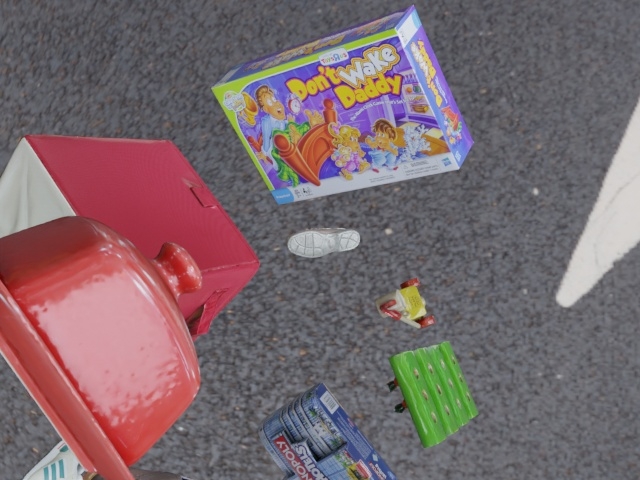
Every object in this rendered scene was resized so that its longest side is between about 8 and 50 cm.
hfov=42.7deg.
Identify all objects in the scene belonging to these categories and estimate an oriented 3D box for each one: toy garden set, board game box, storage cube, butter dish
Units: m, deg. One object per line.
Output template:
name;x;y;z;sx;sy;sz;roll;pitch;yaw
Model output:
toy garden set;0.117;0.148;1.037;0.244;0.049;0.204;11;56;-68
board game box;-0.014;0.352;1.298;0.194;0.194;0.060;52;31;1
board game box;0.029;-0.195;1.269;0.233;0.347;0.078;60;41;-25
storage cube;-0.217;0.021;0.836;0.215;0.183;0.193;53;29;19
butter dish;-0.122;0.044;0.474;0.118;0.160;0.160;-36;116;-21

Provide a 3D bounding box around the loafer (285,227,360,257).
loafer;0.000;0.000;1.310;0.125;0.039;0.045;-4;109;-23

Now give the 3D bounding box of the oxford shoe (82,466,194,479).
oxford shoe;-0.322;0.470;1.508;0.133;0.364;0.130;-12;75;13

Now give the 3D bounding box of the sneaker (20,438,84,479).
sneaker;-0.423;0.387;1.311;0.075;0.057;0.161;24;32;9
